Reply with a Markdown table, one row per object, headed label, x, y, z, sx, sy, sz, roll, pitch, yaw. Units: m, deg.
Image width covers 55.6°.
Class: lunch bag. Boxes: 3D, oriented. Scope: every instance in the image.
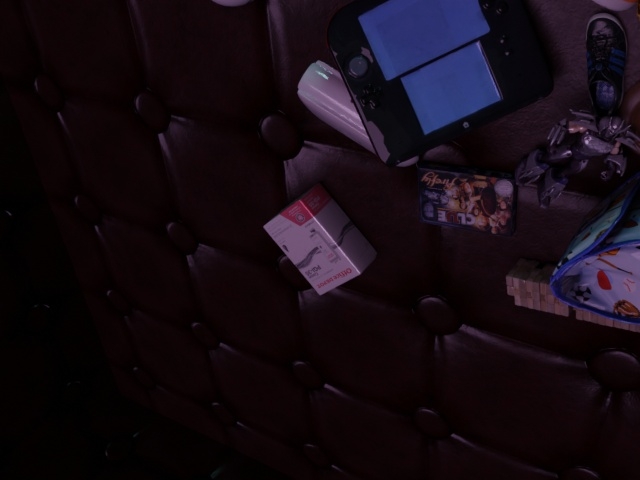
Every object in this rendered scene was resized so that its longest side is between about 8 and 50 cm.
| label | x | y | z | sx | sy | sz | roll | pitch | yaw |
| --- | --- | --- | --- | --- | --- | --- | --- | --- | --- |
| lunch bag | 0.675 | 0.004 | 1.190 | 0.386 | 0.328 | 0.238 | -10 | 109 | 40 |

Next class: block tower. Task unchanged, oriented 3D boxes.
| label | x | y | z | sx | sy | sz | roll | pitch | yaw |
| --- | --- | --- | --- | --- | --- | --- | --- | --- | --- |
| block tower | 0.628 | 0.129 | 1.459 | 0.336 | 0.097 | 0.090 | 13 | 132 | 39 |

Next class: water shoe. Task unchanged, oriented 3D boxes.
| label | x | y | z | sx | sy | sz | roll | pitch | yaw |
| --- | --- | --- | --- | --- | --- | --- | --- | --- | --- |
| water shoe | 0.561 | -0.340 | 1.192 | 0.073 | 0.080 | 0.203 | -1 | 121 | 35 |

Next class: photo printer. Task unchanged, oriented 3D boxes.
| label | x | y | z | sx | sy | sz | roll | pitch | yaw |
| --- | --- | --- | --- | --- | --- | --- | --- | --- | --- |
| photo printer | 0.111 | -0.285 | 1.445 | 0.308 | 0.256 | 0.107 | 34 | 95 | 9 |

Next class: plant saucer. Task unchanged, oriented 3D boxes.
| label | x | y | z | sx | sy | sz | roll | pitch | yaw |
| --- | --- | --- | --- | --- | --- | --- | --- | --- | --- |
| plant saucer | 0.693 | -0.238 | 1.206 | 0.199 | 0.036 | 0.198 | 18 | 130 | 24 |

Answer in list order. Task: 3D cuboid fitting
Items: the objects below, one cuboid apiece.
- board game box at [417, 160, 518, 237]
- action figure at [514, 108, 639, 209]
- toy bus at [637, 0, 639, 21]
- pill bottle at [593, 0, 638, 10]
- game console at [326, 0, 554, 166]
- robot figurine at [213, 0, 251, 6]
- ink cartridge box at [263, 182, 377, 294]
| label | x | y | z | sx | sy | sz | roll | pitch | yaw |
| --- | --- | --- | --- | --- | --- | --- | --- | --- | --- |
| board game box | 0.368 | -0.105 | 1.531 | 0.243 | 0.042 | 0.165 | 12 | 128 | 29 |
| action figure | 0.538 | -0.178 | 1.279 | 0.185 | 0.099 | 0.285 | 30 | 153 | -6 |
| toy bus | 0.688 | -0.377 | 1.047 | 0.220 | 0.149 | 0.211 | -5 | 134 | 40 |
| pill bottle | 0.542 | -0.578 | 0.926 | 0.224 | 0.224 | 0.392 | 42 | 135 | 2 |
| game console | 0.237 | -0.378 | 1.247 | 0.387 | 0.060 | 0.341 | -24 | 94 | 10 |
| robot figurine | -0.213 | -0.695 | 1.418 | 0.174 | 0.209 | 0.278 | -4 | 123 | 3 |
| ink cartridge box | 0.000 | 0.000 | 1.818 | 0.283 | 0.117 | 0.207 | 51 | 135 | -7 |
